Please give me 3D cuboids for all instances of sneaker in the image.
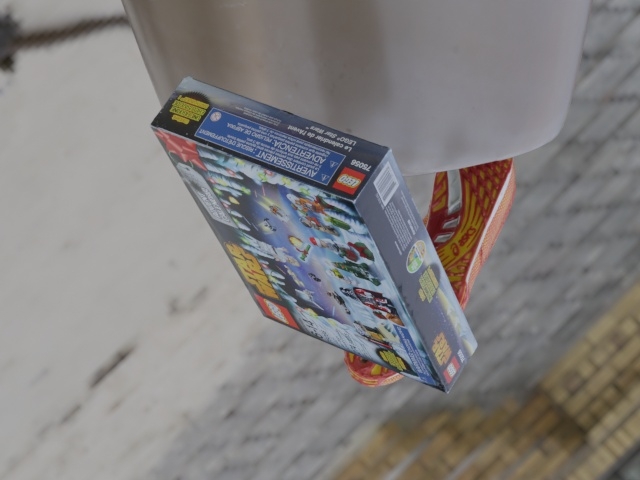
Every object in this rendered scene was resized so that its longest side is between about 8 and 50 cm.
[{"bbox_3d":[0.072,0.018,1.162,0.175,0.064,0.067,-56,157,-20],"label":"sneaker"}]

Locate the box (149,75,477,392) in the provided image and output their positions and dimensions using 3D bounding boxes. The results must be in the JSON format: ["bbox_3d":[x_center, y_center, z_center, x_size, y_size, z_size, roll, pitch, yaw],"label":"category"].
[{"bbox_3d":[0.000,0.000,0.739,0.027,0.094,0.137,-55,146,-20],"label":"box"}]

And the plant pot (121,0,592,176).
[{"bbox_3d":[0.015,-0.182,0.916,0.323,0.280,0.323,-4,-167,1],"label":"plant pot"}]
